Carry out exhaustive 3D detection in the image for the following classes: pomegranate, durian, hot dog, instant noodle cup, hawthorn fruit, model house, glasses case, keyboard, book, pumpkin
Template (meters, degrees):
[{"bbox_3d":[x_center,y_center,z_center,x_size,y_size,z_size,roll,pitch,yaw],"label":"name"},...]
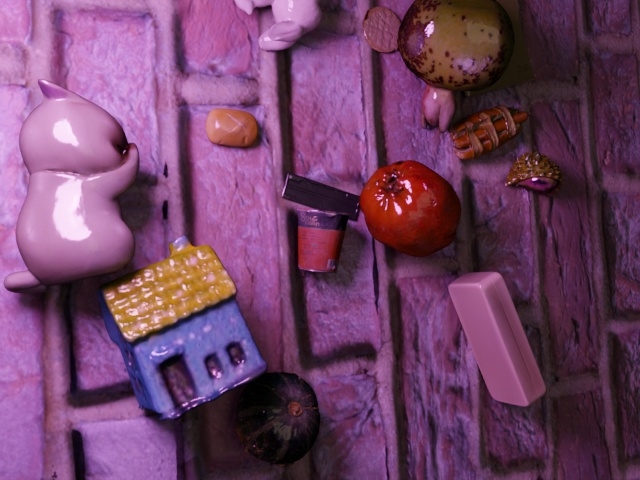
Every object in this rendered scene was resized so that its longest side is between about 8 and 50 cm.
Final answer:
[{"bbox_3d":[0.309,-0.429,1.642,0.284,0.285,0.341,3,115,-26],"label":"pomegranate"},{"bbox_3d":[0.601,-0.188,1.826,0.186,0.108,0.119,11,82,-25],"label":"durian"},{"bbox_3d":[0.441,-0.288,1.776,0.269,0.072,0.109,-25,100,-25],"label":"hot dog"},{"bbox_3d":[0.001,0.000,1.514,0.127,0.127,0.136,4,92,-26],"label":"instant noodle cup"},{"bbox_3d":[0.235,-0.056,1.590,0.299,0.211,0.211,33,72,-31],"label":"hawthorn fruit"},{"bbox_3d":[-0.275,0.159,1.315,0.237,0.215,0.304,-23,91,-26],"label":"model house"},{"bbox_3d":[0.438,0.243,1.694,0.076,0.144,0.337,-27,99,-26],"label":"glasses case"},{"bbox_3d":[0.004,-0.101,1.577,0.197,0.010,0.064,17,80,-24],"label":"keyboard"},{"bbox_3d":[0.430,-0.574,1.811,0.239,0.035,0.353,-18,95,-25],"label":"book"},{"bbox_3d":[-0.088,0.368,1.418,0.190,0.146,0.190,19,40,-17],"label":"pumpkin"}]

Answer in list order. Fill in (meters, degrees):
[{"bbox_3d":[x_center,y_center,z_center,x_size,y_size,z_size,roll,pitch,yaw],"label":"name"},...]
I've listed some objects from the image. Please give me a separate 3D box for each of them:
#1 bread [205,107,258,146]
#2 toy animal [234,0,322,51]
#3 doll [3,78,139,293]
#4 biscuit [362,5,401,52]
[{"bbox_3d":[-0.188,-0.245,1.465,0.115,0.056,0.082,5,85,-26],"label":"bread"},{"bbox_3d":[-0.095,-0.525,1.494,0.178,0.127,0.193,-43,106,-20],"label":"toy animal"},{"bbox_3d":[-0.441,-0.080,1.242,0.225,0.215,0.371,6,85,-10],"label":"doll"},{"bbox_3d":[0.153,-0.519,1.679,0.120,0.015,0.120,2,85,-27],"label":"biscuit"}]
